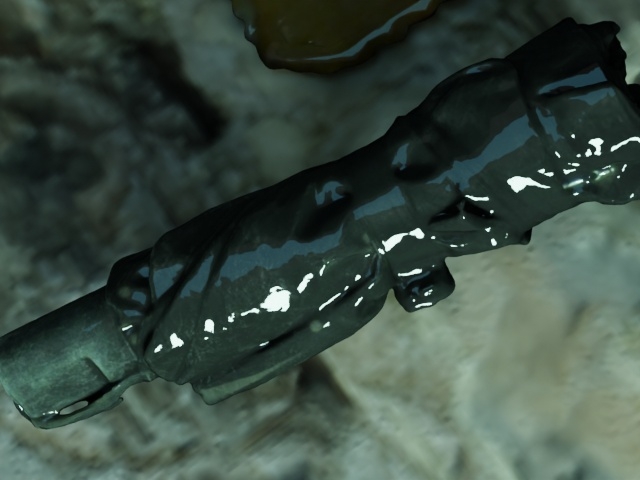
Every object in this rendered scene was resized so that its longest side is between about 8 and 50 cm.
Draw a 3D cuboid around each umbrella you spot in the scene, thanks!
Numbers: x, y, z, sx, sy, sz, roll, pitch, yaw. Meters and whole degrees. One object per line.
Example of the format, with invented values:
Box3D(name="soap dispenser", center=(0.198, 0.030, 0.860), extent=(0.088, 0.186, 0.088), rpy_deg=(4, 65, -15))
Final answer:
Box3D(name="umbrella", center=(0.000, 0.000, 0.593), extent=(0.236, 0.059, 0.066), rpy_deg=(-25, 40, 10))

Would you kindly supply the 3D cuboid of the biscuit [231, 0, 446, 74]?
Box3D(name="biscuit", center=(0.034, -0.198, 0.685), extent=(0.237, 0.013, 0.232), rpy_deg=(-34, 62, 4))
